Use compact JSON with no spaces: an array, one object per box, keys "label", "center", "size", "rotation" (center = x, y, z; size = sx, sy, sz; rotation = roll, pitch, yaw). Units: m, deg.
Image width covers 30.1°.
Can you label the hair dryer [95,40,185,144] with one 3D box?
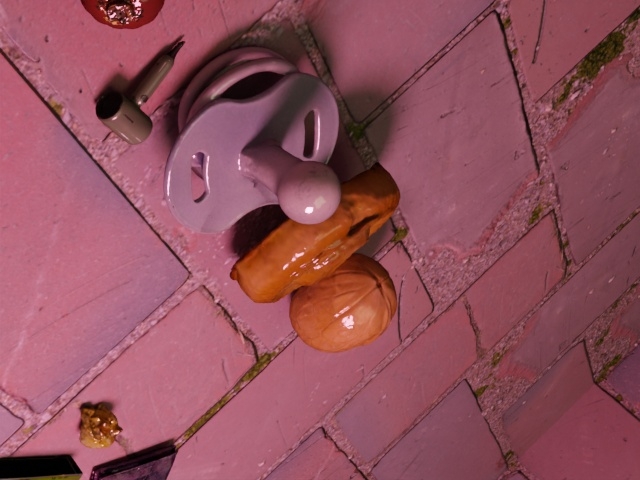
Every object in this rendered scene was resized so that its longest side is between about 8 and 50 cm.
[{"label":"hair dryer","center":[-0.219,-0.198,1.526],"size":[0.150,0.047,0.071],"rotation":[-52,147,-4]}]

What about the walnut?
[{"label":"walnut","center":[0.041,0.108,2.020],"size":[0.165,0.165,0.197],"rotation":[-6,166,-46]}]

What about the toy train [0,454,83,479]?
[{"label":"toy train","center":[-0.464,0.365,1.834],"size":[0.209,0.044,0.042],"rotation":[10,118,-52]}]

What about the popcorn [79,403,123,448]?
[{"label":"popcorn","center":[-0.353,0.297,1.879],"size":[0.068,0.059,0.083],"rotation":[-40,138,-11]}]

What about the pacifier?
[{"label":"pacifier","center":[-0.061,-0.109,1.622],"size":[0.299,0.233,0.244],"rotation":[-26,139,-32]}]

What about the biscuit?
[{"label":"biscuit","center":[0.000,0.000,1.845],"size":[0.296,0.102,0.296],"rotation":[-35,173,-5]}]

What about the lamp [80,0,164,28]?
[{"label":"lamp","center":[-0.229,-0.289,1.373],"size":[0.101,0.090,0.101],"rotation":[-2,138,-2]}]

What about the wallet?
[{"label":"wallet","center":[-0.329,0.415,2.057],"size":[0.166,0.030,0.111],"rotation":[-12,138,-40]}]
